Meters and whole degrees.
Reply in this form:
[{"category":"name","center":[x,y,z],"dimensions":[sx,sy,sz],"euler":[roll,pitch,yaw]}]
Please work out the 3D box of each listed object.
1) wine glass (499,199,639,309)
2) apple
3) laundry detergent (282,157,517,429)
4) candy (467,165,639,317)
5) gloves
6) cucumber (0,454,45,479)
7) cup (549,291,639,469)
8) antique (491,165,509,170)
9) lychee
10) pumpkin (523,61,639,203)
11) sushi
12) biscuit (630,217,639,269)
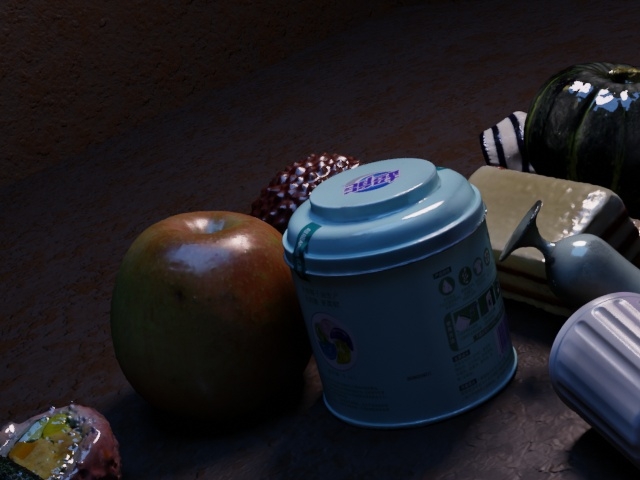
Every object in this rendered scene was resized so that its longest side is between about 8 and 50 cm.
[{"category":"wine glass","center":[0.369,0.047,1.651],"dimensions":[0.231,0.103,0.103],"euler":[32,28,1]},{"category":"apple","center":[-0.162,0.100,1.796],"dimensions":[0.319,0.277,0.319],"euler":[-12,19,4]},{"category":"laundry detergent","center":[0.107,0.058,1.675],"dimensions":[0.287,0.305,0.287],"euler":[-13,19,5]},{"category":"candy","center":[0.323,-0.005,1.875],"dimensions":[0.179,0.135,0.321],"euler":[-45,29,-17]},{"category":"gloves","center":[0.436,-0.197,2.394],"dimensions":[0.219,0.131,0.140],"euler":[-18,21,17]},{"category":"cucumber","center":[-0.402,0.291,1.513],"dimensions":[0.257,0.043,0.044],"euler":[16,49,39]},{"category":"cup","center":[0.406,0.164,1.395],"dimensions":[0.221,0.167,0.202],"euler":[-19,23,-7]},{"category":"antique","center":[0.321,-0.087,2.216],"dimensions":[0.104,0.104,0.104],"euler":[-13,20,5]},{"category":"lychee","center":[0.000,0.000,1.996],"dimensions":[0.264,0.264,0.300],"euler":[7,73,45]},{"category":"pumpkin","center":[0.518,-0.182,2.094],"dimensions":[0.323,0.241,0.323],"euler":[8,16,-2]},{"category":"sushi","center":[-0.342,0.315,1.593],"dimensions":[0.161,0.107,0.241],"euler":[-18,30,-6]},{"category":"biscuit","center":[0.462,-0.004,1.957],"dimensions":[0.094,0.054,0.379],"euler":[-22,21,-19]}]
